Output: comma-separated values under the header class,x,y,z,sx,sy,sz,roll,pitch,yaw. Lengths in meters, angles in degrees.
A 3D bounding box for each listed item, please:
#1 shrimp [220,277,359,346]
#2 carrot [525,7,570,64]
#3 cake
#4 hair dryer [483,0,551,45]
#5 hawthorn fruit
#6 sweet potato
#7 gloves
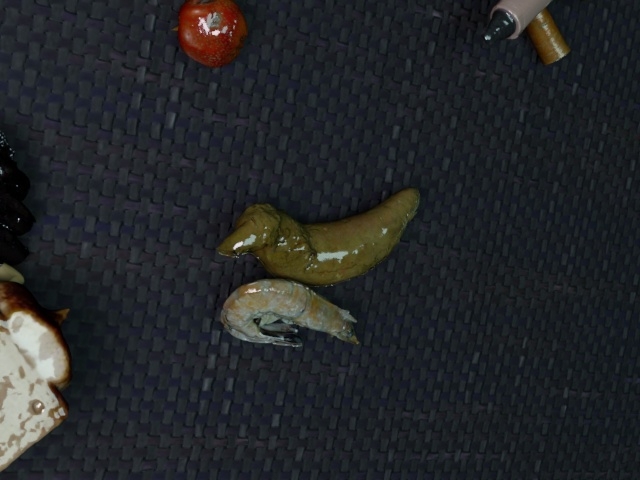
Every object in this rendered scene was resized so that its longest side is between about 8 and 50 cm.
class,x,y,z,sx,sy,sz,roll,pitch,yaw
shrimp,-0.037,0.108,1.193,0.126,0.047,0.223,-37,136,27
carrot,0.317,-0.325,1.332,0.048,0.048,0.139,-44,114,-16
cake,-0.397,0.148,0.941,0.293,0.198,0.196,-38,109,-23
hair dryer,0.315,-0.380,1.253,0.344,0.106,0.189,-47,117,-30
hawthorn fruit,-0.133,-0.253,1.084,0.093,0.093,0.093,-5,100,-28
sweet potato,-0.003,0.003,1.179,0.310,0.098,0.124,-6,130,-31
gloves,-0.365,-0.026,0.975,0.129,0.106,0.181,-34,108,-22
